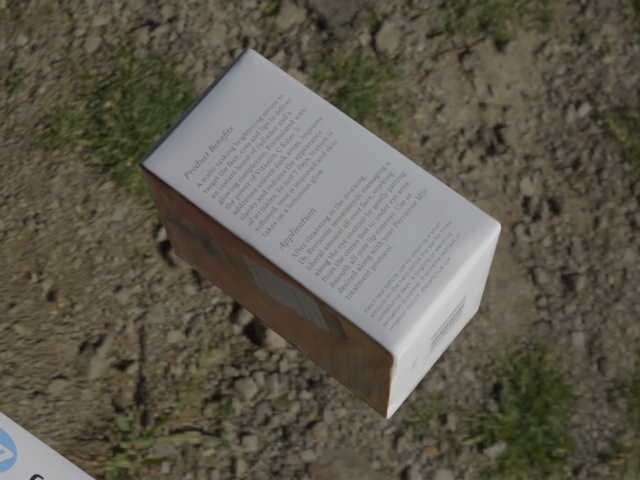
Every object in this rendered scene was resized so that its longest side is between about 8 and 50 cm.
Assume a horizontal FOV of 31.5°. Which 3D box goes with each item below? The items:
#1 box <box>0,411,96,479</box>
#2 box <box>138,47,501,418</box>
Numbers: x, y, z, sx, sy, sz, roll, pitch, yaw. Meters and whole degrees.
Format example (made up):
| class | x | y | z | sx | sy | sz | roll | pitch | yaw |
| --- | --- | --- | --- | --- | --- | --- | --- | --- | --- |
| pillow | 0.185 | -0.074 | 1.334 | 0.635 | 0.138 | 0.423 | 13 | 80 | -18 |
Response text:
| class | x | y | z | sx | sy | sz | roll | pitch | yaw |
| --- | --- | --- | --- | --- | --- | --- | --- | --- | --- |
| box | -0.102 | 0.139 | 0.339 | 0.145 | 0.038 | 0.186 | 36 | 24 | -1 |
| box | 0.000 | 0.000 | 0.628 | 0.170 | 0.130 | 0.091 | 36 | 73 | 16 |
